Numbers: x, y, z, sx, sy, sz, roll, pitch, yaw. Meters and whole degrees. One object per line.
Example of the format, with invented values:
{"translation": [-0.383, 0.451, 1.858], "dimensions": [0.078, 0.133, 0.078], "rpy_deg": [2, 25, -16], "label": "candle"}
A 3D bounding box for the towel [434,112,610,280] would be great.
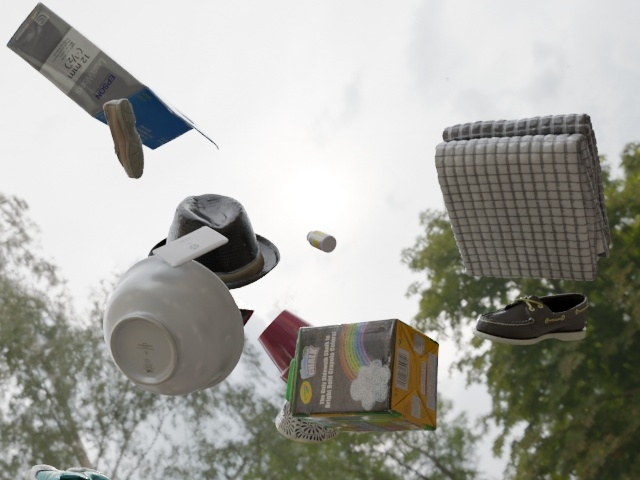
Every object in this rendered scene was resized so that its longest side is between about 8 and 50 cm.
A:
{"translation": [0.334, -0.068, 1.147], "dimensions": [0.121, 0.235, 0.283], "rpy_deg": [-61, -42, -39], "label": "towel"}

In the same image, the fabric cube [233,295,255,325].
{"translation": [-0.370, 0.217, 1.930], "dimensions": [0.254, 0.258, 0.259], "rpy_deg": [-54, -8, -3], "label": "fabric cube"}

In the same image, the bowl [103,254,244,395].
{"translation": [-0.308, 0.185, 1.362], "dimensions": [0.297, 0.298, 0.134], "rpy_deg": [-64, -9, 24], "label": "bowl"}

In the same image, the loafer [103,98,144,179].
{"translation": [-0.305, -0.156, 1.098], "dimensions": [0.045, 0.039, 0.125], "rpy_deg": [-46, -47, -62], "label": "loafer"}

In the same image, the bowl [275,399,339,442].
{"translation": [-0.026, 0.413, 1.738], "dimensions": [0.170, 0.170, 0.080], "rpy_deg": [-15, -64, -35], "label": "bowl"}

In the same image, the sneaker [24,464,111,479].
{"translation": [-0.609, 0.623, 1.760], "dimensions": [0.275, 0.110, 0.106], "rpy_deg": [39, -125, -60], "label": "sneaker"}

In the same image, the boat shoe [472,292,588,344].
{"translation": [0.331, 0.118, 1.108], "dimensions": [0.228, 0.081, 0.068], "rpy_deg": [0, -76, -32], "label": "boat shoe"}

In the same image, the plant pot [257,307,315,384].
{"translation": [-0.082, 0.310, 2.125], "dimensions": [0.201, 0.180, 0.201], "rpy_deg": [-47, -4, -5], "label": "plant pot"}

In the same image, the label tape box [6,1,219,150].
{"translation": [-0.384, -0.273, 1.353], "dimensions": [0.115, 0.348, 0.249], "rpy_deg": [-50, -13, 2], "label": "label tape box"}

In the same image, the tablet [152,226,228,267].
{"translation": [-0.165, 0.007, 0.903], "dimensions": [0.083, 0.054, 0.006], "rpy_deg": [-29, -50, -33], "label": "tablet"}

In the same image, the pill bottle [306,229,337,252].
{"translation": [0.000, 0.000, 1.651], "dimensions": [0.043, 0.083, 0.043], "rpy_deg": [-9, -72, -30], "label": "pill bottle"}

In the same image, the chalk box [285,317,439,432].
{"translation": [0.046, 0.199, 1.014], "dimensions": [0.132, 0.213, 0.132], "rpy_deg": [33, -124, -46], "label": "chalk box"}

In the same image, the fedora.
{"translation": [-0.248, -0.016, 1.620], "dimensions": [0.334, 0.334, 0.152], "rpy_deg": [-18, -60, -33], "label": "fedora"}
